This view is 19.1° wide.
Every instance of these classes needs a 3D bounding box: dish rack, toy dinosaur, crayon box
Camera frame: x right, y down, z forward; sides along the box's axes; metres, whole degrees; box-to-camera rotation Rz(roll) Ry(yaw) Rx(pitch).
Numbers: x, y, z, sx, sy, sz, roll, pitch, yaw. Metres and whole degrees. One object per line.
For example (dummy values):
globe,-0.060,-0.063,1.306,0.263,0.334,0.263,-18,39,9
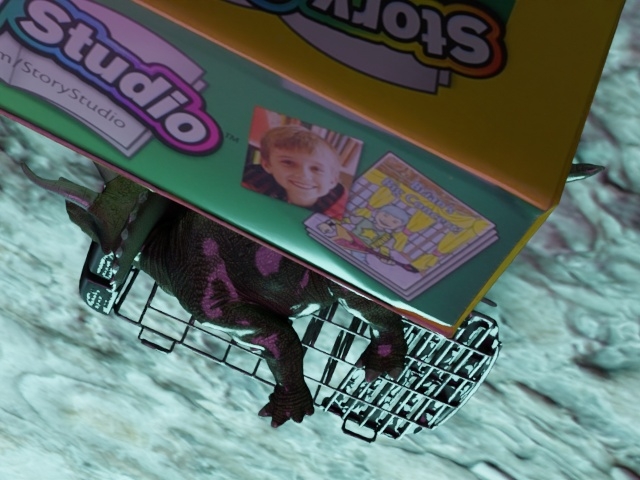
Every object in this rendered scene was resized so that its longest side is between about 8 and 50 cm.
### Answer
dish rack,-0.019,0.028,1.220,0.271,0.074,0.208,25,147,-5
toy dinosaur,0.000,0.000,1.056,0.313,0.121,0.160,-12,127,15
crayon box,-0.047,-0.181,0.736,0.363,0.313,0.106,27,146,-4
